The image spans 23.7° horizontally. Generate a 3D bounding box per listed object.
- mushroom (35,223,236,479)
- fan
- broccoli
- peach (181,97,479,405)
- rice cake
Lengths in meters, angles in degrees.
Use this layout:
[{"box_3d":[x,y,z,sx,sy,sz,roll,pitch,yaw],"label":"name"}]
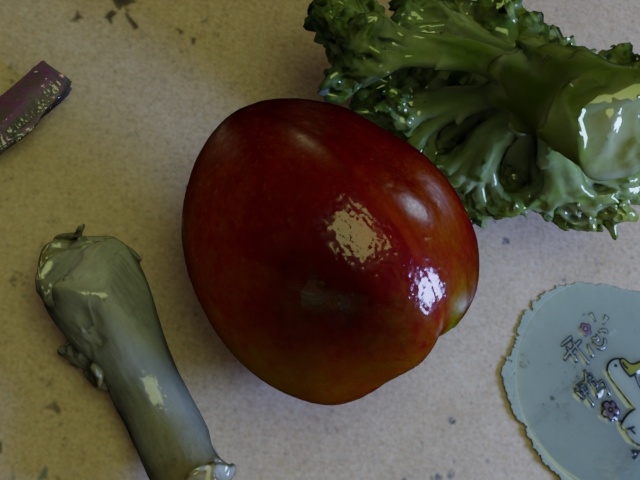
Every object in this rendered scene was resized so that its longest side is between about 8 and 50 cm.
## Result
[{"box_3d":[-0.163,0.113,1.349,0.099,0.096,0.278,-26,85,-23],"label":"mushroom"},{"box_3d":[0.352,0.215,1.527,0.233,0.012,0.415,-37,85,-25],"label":"fan"},{"box_3d":[0.224,-0.118,1.411,0.353,0.397,0.275,-15,105,-40],"label":"broccoli"},{"box_3d":[0.000,0.000,1.342,0.248,0.245,0.275,-44,91,-7],"label":"peach"},{"box_3d":[-0.313,-0.093,1.401,0.206,0.036,0.047,-42,98,-26],"label":"rice cake"}]
